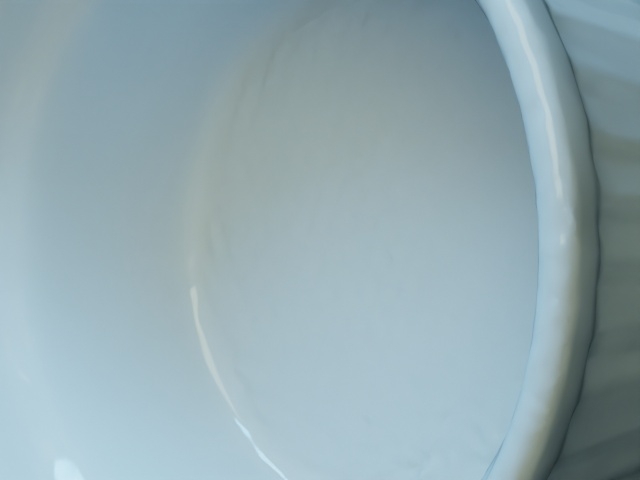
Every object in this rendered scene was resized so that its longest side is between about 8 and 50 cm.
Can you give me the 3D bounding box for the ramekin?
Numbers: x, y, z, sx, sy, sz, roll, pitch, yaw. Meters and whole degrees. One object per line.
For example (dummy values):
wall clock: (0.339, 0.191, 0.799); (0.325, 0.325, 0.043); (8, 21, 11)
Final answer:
ramekin: (0.000, 0.000, 0.559); (0.277, 0.135, 0.277); (1, 91, 40)
